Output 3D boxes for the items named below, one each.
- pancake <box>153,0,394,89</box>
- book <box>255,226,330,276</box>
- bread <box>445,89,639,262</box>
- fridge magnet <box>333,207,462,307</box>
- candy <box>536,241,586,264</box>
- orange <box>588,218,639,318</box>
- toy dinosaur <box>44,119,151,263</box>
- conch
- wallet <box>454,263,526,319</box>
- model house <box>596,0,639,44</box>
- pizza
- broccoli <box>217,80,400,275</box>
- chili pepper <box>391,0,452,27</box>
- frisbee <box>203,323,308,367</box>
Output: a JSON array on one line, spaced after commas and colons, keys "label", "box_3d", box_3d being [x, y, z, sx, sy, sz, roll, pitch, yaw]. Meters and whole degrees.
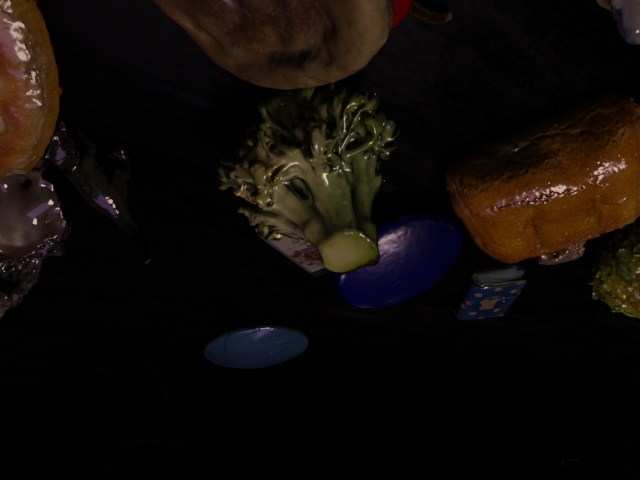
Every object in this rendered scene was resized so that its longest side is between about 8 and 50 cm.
[{"label": "pancake", "box_3d": [-0.070, -0.240, 0.522, 0.294, 0.049, 0.294, 22, 162, 8]}, {"label": "book", "box_3d": [0.000, 0.001, 1.089, 0.157, 0.026, 0.231, -23, 146, 21]}, {"label": "bread", "box_3d": [0.414, -0.073, 0.965, 0.337, 0.148, 0.328, -21, 147, 18]}, {"label": "fridge magnet", "box_3d": [0.148, 0.035, 1.079, 0.266, 0.112, 0.265, -15, 143, -12]}, {"label": "candy", "box_3d": [0.519, 0.010, 1.203, 0.110, 0.085, 0.095, 7, 155, -44]}, {"label": "orange", "box_3d": [0.755, 0.061, 1.209, 0.301, 0.223, 0.300, -6, 143, -4]}, {"label": "toy dinosaur", "box_3d": [-0.319, -0.061, 0.757, 0.087, 0.178, 0.187, -24, 143, 21]}, {"label": "conch", "box_3d": [-0.484, 0.006, 0.757, 0.186, 0.313, 0.240, 30, -177, 0]}, {"label": "wallet", "box_3d": [0.428, 0.135, 1.389, 0.141, 0.059, 0.202, -9, 148, -6]}, {"label": "model house", "box_3d": [0.301, -0.324, 0.491, 0.298, 0.243, 0.284, 20, 172, 0]}, {"label": "pizza", "box_3d": [-0.398, -0.203, 0.586, 0.226, 0.086, 0.335, 7, 136, -6]}, {"label": "broccoli", "box_3d": [-0.014, -0.068, 0.763, 0.248, 0.245, 0.288, -15, 148, -3]}, {"label": "chili pepper", "box_3d": [0.042, -0.282, 0.548, 0.135, 0.131, 0.338, -11, 152, 21]}, {"label": "frisbee", "box_3d": [-0.173, 0.308, 1.513, 0.290, 0.049, 0.289, -7, 148, -4]}]
